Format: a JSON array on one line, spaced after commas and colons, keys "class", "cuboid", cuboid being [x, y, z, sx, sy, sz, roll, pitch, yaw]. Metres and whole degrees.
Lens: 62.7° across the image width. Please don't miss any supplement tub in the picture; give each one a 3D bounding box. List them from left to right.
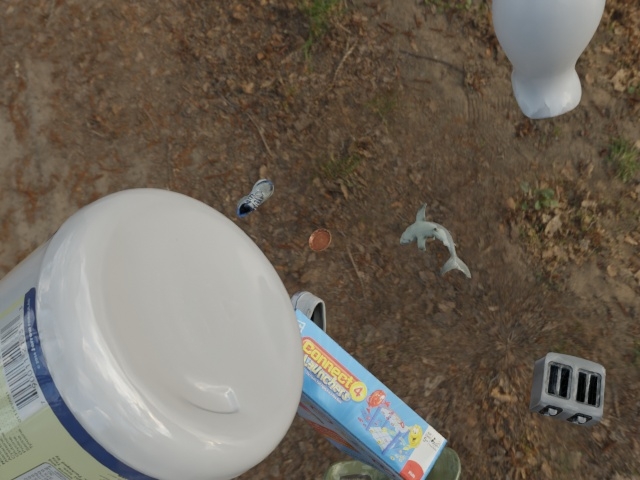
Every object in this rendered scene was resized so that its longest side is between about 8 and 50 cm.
[{"class": "supplement tub", "cuboid": [-0.202, 0.127, 0.466, 0.325, 0.235, 0.235, -32, 70, 27]}]

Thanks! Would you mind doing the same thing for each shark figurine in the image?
[{"class": "shark figurine", "cuboid": [0.377, -0.007, 1.637, 0.278, 0.116, 0.166, 40, 117, 51]}]

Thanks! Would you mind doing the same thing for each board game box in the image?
[{"class": "board game box", "cuboid": [0.006, 0.252, 0.876, 0.302, 0.308, 0.086, 42, 70, -7]}]

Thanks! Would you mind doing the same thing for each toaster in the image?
[{"class": "toaster", "cuboid": [0.686, 0.406, 1.461, 0.168, 0.110, 0.185, 14, 67, 10]}]

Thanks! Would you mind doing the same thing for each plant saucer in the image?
[{"class": "plant saucer", "cuboid": [0.000, 0.000, 1.783, 0.083, 0.013, 0.083, -12, 61, 24]}]

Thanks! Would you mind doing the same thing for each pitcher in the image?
[{"class": "pitcher", "cuboid": [0.280, -0.289, 0.677, 0.125, 0.207, 0.177, -18, 57, 11]}]

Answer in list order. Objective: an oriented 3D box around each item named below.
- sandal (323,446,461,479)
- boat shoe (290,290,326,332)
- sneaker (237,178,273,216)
[{"class": "sandal", "cuboid": [0.158, 0.494, 1.110, 0.303, 0.086, 0.120, -4, 37, -11]}, {"class": "boat shoe", "cuboid": [-0.027, 0.262, 1.317, 0.088, 0.096, 0.267, 15, 104, 45]}, {"class": "sneaker", "cuboid": [-0.170, -0.104, 1.364, 0.052, 0.058, 0.135, 38, 124, -17]}]
